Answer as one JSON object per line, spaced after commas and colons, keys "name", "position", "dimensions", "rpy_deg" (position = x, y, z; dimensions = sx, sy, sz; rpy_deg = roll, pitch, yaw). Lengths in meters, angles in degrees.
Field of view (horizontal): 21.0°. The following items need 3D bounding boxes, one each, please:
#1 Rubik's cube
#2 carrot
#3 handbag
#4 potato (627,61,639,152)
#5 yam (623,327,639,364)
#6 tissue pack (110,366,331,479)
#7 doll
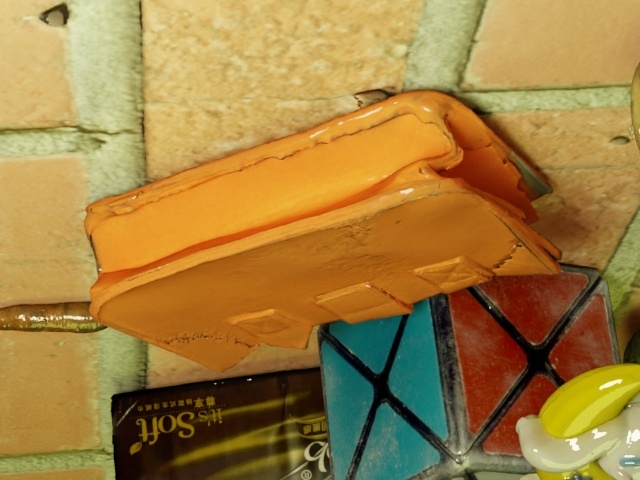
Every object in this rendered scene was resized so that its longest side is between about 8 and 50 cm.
{"name": "Rubik's cube", "position": [0.167, 0.178, 1.923], "dimensions": [0.254, 0.259, 0.260], "rpy_deg": [9, 149, -28]}
{"name": "carrot", "position": [-0.306, 0.083, 1.863], "dimensions": [0.165, 0.036, 0.036], "rpy_deg": [0, 154, -9]}
{"name": "handbag", "position": [0.000, 0.000, 1.680], "dimensions": [0.410, 0.116, 0.303], "rpy_deg": [-18, 156, 23]}
{"name": "potato", "position": [0.339, -0.130, 1.481], "dimensions": [0.137, 0.137, 0.176], "rpy_deg": [15, 125, -39]}
{"name": "yam", "position": [0.447, 0.193, 2.170], "dimensions": [0.133, 0.133, 0.330], "rpy_deg": [-13, 152, 12]}
{"name": "tissue pack", "position": [-0.061, 0.272, 2.129], "dimensions": [0.370, 0.198, 0.210], "rpy_deg": [-8, 151, 2]}
{"name": "doll", "position": [0.317, 0.206, 1.709], "dimensions": [0.252, 0.111, 0.237], "rpy_deg": [6, 128, -1]}
